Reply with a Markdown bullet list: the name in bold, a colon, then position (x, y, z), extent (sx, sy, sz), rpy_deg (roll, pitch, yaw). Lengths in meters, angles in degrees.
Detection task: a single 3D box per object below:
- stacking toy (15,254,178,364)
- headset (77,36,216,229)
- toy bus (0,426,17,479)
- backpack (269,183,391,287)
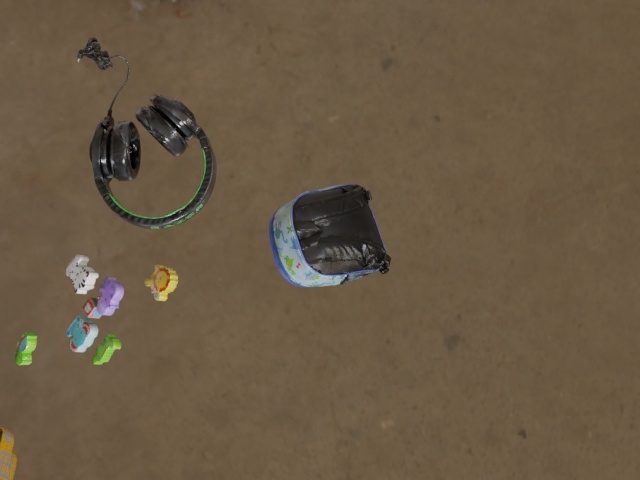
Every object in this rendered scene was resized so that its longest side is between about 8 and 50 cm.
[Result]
- **stacking toy**: position (-0.335, 0.115, 1.428), extent (0.221, 0.167, 0.052), rpy_deg (-51, 56, 22)
- **headset**: position (-0.369, -0.217, 1.933), extent (0.243, 0.185, 0.394), rpy_deg (-26, 80, -1)
- **toy bus**: position (-0.544, 0.301, 1.236), extent (0.332, 0.130, 0.108), rpy_deg (-4, 60, 16)
- **backpack**: position (0.000, 0.000, 1.017), extent (0.114, 0.084, 0.105), rpy_deg (-9, 79, -42)
